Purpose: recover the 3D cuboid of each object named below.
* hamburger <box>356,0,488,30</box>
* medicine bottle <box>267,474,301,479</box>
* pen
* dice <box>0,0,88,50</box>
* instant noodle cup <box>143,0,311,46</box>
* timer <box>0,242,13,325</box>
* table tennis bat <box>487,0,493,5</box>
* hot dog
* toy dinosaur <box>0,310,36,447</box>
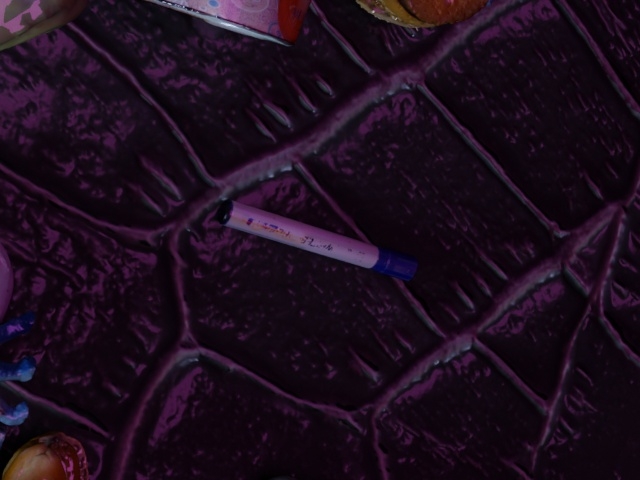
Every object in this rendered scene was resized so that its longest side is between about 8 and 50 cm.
[{"bbox_3d":[0.115,-0.335,1.664,0.182,0.118,0.191,10,95,-36],"label":"hamburger"},{"bbox_3d":[0.011,0.347,1.696,0.191,0.107,0.107,28,81,-32],"label":"medicine bottle"},{"bbox_3d":[0.000,0.000,1.687,0.269,0.033,0.033,18,87,-32],"label":"pen"},{"bbox_3d":[-0.361,-0.281,1.291,0.250,0.254,0.252,-25,108,-30],"label":"dice"},{"bbox_3d":[-0.085,-0.332,1.479,0.243,0.243,0.231,15,95,-33],"label":"instant noodle cup"},{"bbox_3d":[-0.408,0.057,1.414,0.208,0.069,0.191,23,85,-34],"label":"timer"},{"bbox_3d":[0.236,-0.350,1.797,0.100,0.019,0.155,43,72,-30],"label":"table tennis bat"},{"bbox_3d":[-0.276,0.364,1.503,0.100,0.135,0.337,4,94,0],"label":"hot dog"},{"bbox_3d":[-0.334,0.137,1.398,0.144,0.076,0.329,0,98,-29],"label":"toy dinosaur"}]
